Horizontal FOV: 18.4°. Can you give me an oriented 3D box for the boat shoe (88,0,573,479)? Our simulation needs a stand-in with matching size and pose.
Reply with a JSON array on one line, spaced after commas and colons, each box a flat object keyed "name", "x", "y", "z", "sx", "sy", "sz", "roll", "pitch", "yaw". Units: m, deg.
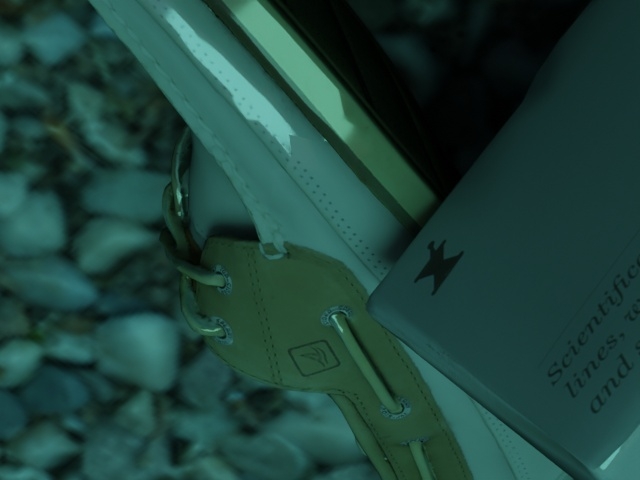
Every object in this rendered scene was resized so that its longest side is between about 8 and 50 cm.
[{"name": "boat shoe", "x": 0.000, "y": 0.000, "z": 0.653, "sx": 0.103, "sy": 0.113, "sz": 0.302, "roll": -33, "pitch": 124, "yaw": 13}]

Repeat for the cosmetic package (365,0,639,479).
[{"name": "cosmetic package", "x": 0.230, "y": 0.060, "z": 0.598, "sx": 0.385, "sy": 0.156, "sz": 0.217, "roll": 37, "pitch": 90, "yaw": -27}]
